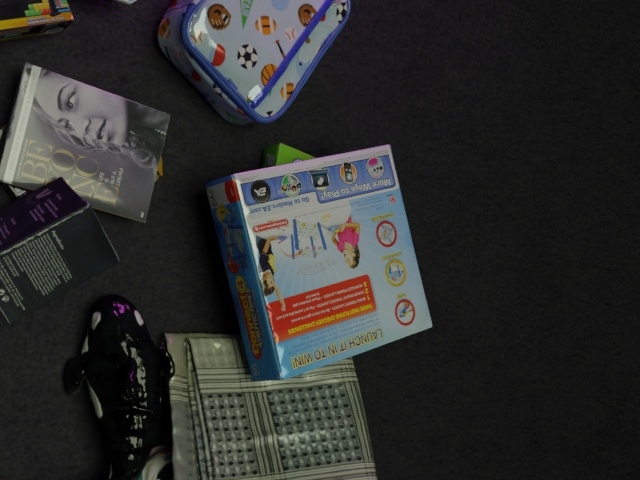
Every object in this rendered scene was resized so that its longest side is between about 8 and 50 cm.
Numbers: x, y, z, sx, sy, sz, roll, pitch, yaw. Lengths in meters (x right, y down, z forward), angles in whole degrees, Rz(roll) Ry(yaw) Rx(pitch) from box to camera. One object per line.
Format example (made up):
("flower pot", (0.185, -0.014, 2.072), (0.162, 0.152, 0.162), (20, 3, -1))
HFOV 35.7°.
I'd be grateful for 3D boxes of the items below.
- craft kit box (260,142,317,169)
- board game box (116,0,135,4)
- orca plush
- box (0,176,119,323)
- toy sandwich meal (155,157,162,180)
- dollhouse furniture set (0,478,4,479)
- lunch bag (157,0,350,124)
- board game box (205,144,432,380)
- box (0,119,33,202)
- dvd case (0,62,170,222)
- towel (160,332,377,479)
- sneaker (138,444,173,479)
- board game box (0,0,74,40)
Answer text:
("craft kit box", (0.000, 0.000, 1.609), (0.249, 0.061, 0.247), (19, 69, -33))
("board game box", (-0.391, -0.552, 1.313), (0.389, 0.050, 0.390), (11, 77, -33))
("orca plush", (-0.281, 0.214, 1.361), (0.151, 0.102, 0.287), (12, 78, -9))
("box", (-0.363, 0.008, 1.276), (0.158, 0.156, 0.093), (-31, 118, -15))
("toy sandwich meal", (-0.263, -0.118, 1.454), (0.085, 0.029, 0.086), (1, 88, -35))
("dollhouse furniture set", (-0.391, 0.388, 1.275), (0.123, 0.144, 0.151), (-71, 161, -2))
("lunch bag", (-0.089, -0.339, 1.536), (0.243, 0.115, 0.303), (45, 66, -28))
("board game box", (0.004, 0.027, 1.521), (0.308, 0.086, 0.302), (-14, 91, -37))
("box", (-0.383, -0.098, 1.371), (0.116, 0.029, 0.162), (-44, 111, -28))
("dvd case", (-0.325, -0.132, 1.382), (0.221, 0.018, 0.165), (17, 80, -33))
("towel", (-0.071, 0.278, 1.473), (0.324, 0.056, 0.312), (2, 64, -26))
("sneaker", (-0.253, 0.362, 1.420), (0.161, 0.075, 0.057), (-47, 114, -27))
("board game box", (-0.430, -0.336, 1.311), (0.170, 0.048, 0.141), (-21, 90, -39))
